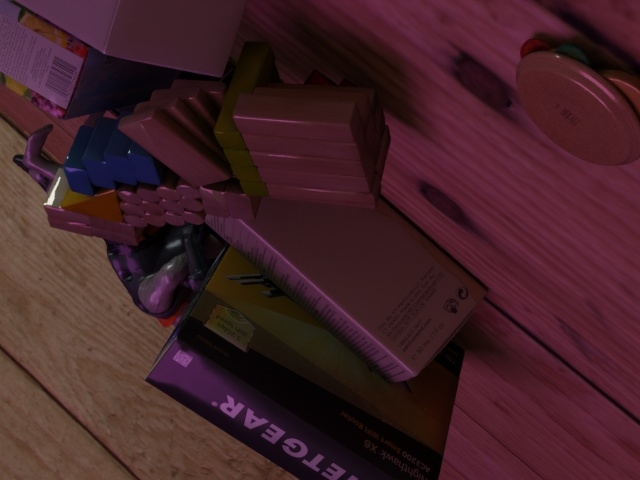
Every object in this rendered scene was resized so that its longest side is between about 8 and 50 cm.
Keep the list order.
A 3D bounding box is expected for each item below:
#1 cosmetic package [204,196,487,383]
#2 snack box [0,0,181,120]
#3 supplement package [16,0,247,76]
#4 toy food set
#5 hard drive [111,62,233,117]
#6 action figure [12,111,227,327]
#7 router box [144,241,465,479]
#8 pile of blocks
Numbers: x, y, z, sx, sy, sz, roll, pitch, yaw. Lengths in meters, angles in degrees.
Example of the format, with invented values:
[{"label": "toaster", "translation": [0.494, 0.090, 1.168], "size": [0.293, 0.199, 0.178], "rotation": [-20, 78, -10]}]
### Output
[{"label": "cosmetic package", "translation": [0.000, 0.000, 0.966], "size": [0.309, 0.113, 0.160], "rotation": [42, 168, 3]}, {"label": "snack box", "translation": [-0.237, -0.186, 0.805], "size": [0.207, 0.070, 0.174], "rotation": [29, -158, 10]}, {"label": "supplement package", "translation": [-0.143, -0.197, 0.671], "size": [0.179, 0.105, 0.105], "rotation": [33, -161, 37]}, {"label": "toy food set", "translation": [0.137, -0.072, 0.509], "size": [0.083, 0.020, 0.083], "rotation": [38, 168, 19]}, {"label": "hard drive", "translation": [-0.236, -0.225, 1.009], "size": [0.339, 0.064, 0.237], "rotation": [41, 163, 4]}, {"label": "action figure", "translation": [-0.225, -0.022, 1.260], "size": [0.330, 0.179, 0.341], "rotation": [57, -171, -10]}, {"label": "router box", "translation": [-0.002, 0.133, 1.048], "size": [0.309, 0.243, 0.081], "rotation": [34, 127, -8]}, {"label": "pile of blocks", "translation": [-0.100, -0.091, 0.770], "size": [0.362, 0.112, 0.149], "rotation": [-8, 145, 37]}]
